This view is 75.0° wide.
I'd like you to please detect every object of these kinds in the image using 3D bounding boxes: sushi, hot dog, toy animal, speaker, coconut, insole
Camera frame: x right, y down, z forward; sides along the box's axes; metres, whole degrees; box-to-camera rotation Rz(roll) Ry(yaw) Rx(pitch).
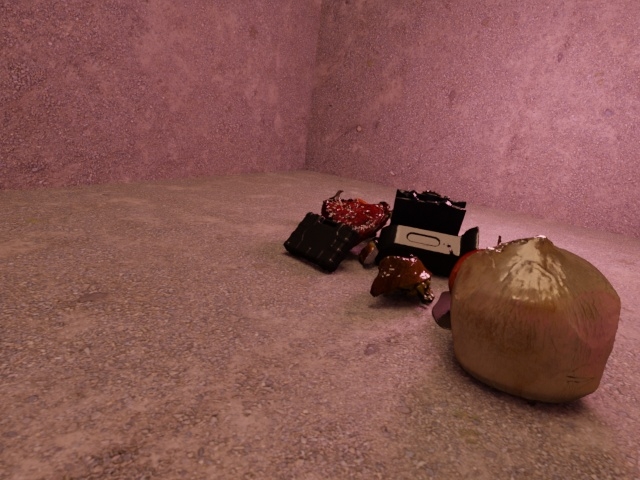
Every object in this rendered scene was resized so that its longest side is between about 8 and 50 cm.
[{"bbox_3d":[0.291,0.136,1.446,0.166,0.179,0.296,-11,-8,25],"label":"sushi"},{"bbox_3d":[0.204,0.050,1.773,0.053,0.099,0.192,36,11,-5],"label":"hot dog"},{"bbox_3d":[0.072,-0.136,2.220,0.121,0.234,0.169,14,-25,-12],"label":"toy animal"},{"bbox_3d":[0.432,0.016,1.720,0.387,0.184,0.180,9,56,9],"label":"speaker"},{"bbox_3d":[0.520,0.164,1.054,0.403,0.405,0.405,7,17,-2],"label":"coconut"},{"bbox_3d":[0.440,0.231,1.418,0.111,0.007,0.328,13,18,17],"label":"insole"}]

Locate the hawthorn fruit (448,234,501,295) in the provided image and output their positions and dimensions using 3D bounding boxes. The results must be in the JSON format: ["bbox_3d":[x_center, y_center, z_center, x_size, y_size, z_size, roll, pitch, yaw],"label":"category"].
[{"bbox_3d":[0.550,0.113,1.367,0.241,0.272,0.242,12,-8,2],"label":"hawthorn fruit"}]

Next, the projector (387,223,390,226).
[{"bbox_3d":[0.467,-0.069,2.067,0.256,0.259,0.079,-1,60,-26],"label":"projector"}]

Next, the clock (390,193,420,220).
[{"bbox_3d":[0.452,-0.147,2.080,0.146,0.192,0.071,10,52,-41],"label":"clock"}]

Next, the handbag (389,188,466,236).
[{"bbox_3d":[0.462,-0.073,1.854,0.303,0.330,0.122,11,41,9],"label":"handbag"}]

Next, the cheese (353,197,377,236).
[{"bbox_3d":[0.228,-0.128,2.288,0.216,0.129,0.329,21,25,-22],"label":"cheese"}]

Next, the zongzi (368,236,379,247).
[{"bbox_3d":[0.287,0.029,1.968,0.113,0.052,0.104,26,30,16],"label":"zongzi"}]

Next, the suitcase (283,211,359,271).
[{"bbox_3d":[0.000,0.000,1.709,0.285,0.206,0.066,21,-23,41],"label":"suitcase"}]

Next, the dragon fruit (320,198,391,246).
[{"bbox_3d":[0.181,-0.041,1.914,0.328,0.228,0.286,-8,41,-22],"label":"dragon fruit"}]
